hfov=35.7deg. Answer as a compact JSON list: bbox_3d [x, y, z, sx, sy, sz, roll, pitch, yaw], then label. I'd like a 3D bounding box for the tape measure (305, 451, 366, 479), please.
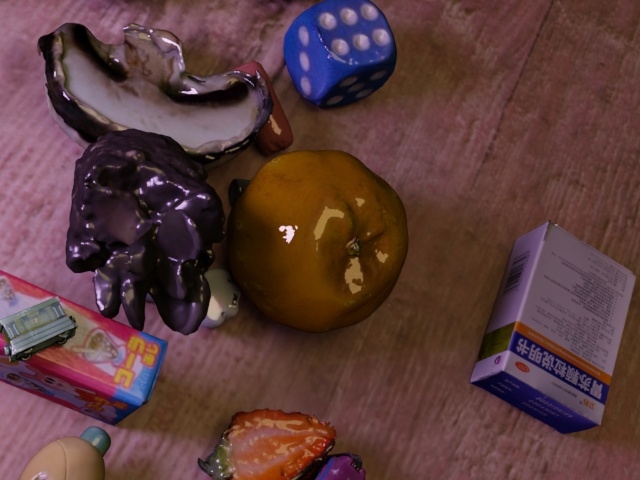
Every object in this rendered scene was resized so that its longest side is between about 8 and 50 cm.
[{"bbox_3d":[0.011,0.358,1.412,0.074,0.118,0.125,41,63,-5],"label":"tape measure"}]

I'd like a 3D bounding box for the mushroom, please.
[{"bbox_3d":[-0.253,-0.209,1.494,0.344,0.130,0.247,4,60,-26],"label":"mushroom"}]

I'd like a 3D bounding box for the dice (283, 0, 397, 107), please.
[{"bbox_3d":[0.032,-0.315,1.655,0.143,0.146,0.146,-19,77,-27],"label":"dice"}]

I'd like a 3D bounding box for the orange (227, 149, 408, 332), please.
[{"bbox_3d":[0.000,0.000,1.466,0.279,0.235,0.278,2,85,-22],"label":"orange"}]

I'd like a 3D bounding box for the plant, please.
[{"bbox_3d":[-0.237,-0.018,1.305,0.189,0.198,0.276,8,33,-26],"label":"plant"}]

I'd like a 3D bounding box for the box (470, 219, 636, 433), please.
[{"bbox_3d":[0.399,0.146,1.682,0.200,0.106,0.299,30,63,-13],"label":"box"}]

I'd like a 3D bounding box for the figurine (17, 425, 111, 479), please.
[{"bbox_3d":[-0.278,0.405,1.258,0.222,0.124,0.324,-23,85,-34],"label":"figurine"}]

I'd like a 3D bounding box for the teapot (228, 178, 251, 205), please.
[{"bbox_3d":[-0.088,-0.073,1.568,0.111,0.043,0.042,4,70,-29],"label":"teapot"}]

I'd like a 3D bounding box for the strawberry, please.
[{"bbox_3d":[-0.080,0.310,1.403,0.140,0.085,0.192,35,53,13],"label":"strawberry"}]

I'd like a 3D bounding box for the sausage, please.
[{"bbox_3d":[-0.095,-0.212,1.601,0.062,0.062,0.154,-20,81,-30],"label":"sausage"}]

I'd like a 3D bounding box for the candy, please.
[{"bbox_3d":[-0.369,0.131,1.288,0.306,0.157,0.100,25,62,-15],"label":"candy"}]

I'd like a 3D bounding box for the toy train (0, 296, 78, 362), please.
[{"bbox_3d":[-0.342,0.107,1.197,0.093,0.038,0.056,-24,77,-30],"label":"toy train"}]

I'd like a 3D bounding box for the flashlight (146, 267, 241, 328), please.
[{"bbox_3d":[-0.216,0.070,1.450,0.201,0.047,0.093,15,65,-17],"label":"flashlight"}]
